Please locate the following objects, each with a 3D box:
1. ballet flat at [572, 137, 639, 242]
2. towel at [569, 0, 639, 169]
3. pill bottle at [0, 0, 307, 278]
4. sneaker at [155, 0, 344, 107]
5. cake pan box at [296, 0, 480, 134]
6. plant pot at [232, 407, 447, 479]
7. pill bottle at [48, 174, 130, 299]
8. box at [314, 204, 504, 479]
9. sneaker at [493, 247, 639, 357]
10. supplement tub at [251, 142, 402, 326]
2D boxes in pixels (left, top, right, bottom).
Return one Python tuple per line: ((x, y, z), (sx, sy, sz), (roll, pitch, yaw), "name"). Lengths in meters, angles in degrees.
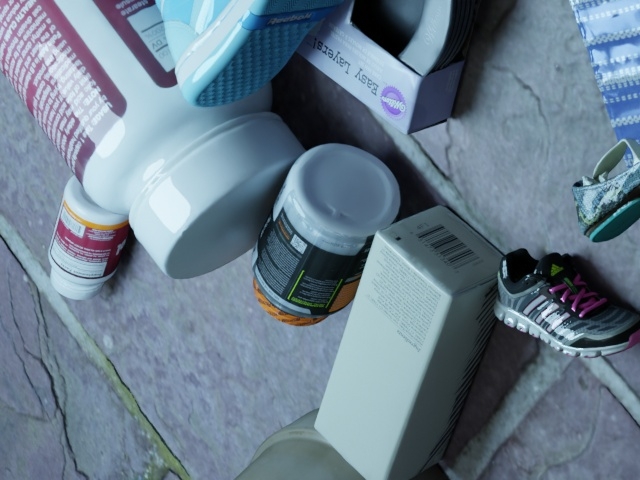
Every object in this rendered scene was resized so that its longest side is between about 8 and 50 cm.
((0.269, -0.062, 1.555), (0.188, 0.070, 0.070), (-36, 80, 46), "ballet flat")
((0.299, -0.206, 1.523), (0.243, 0.040, 0.336), (-10, 102, 49), "towel")
((-0.188, -0.169, 1.952), (0.392, 0.224, 0.224), (54, 140, 17), "pill bottle")
((-0.066, -0.285, 1.730), (0.319, 0.127, 0.208), (-42, 66, 40), "sneaker")
((0.044, -0.262, 1.761), (0.267, 0.070, 0.246), (41, 137, 29), "cake pan box")
((-0.033, 0.369, 1.994), (0.323, 0.280, 0.323), (23, 124, 40), "plant pot")
((-0.272, -0.004, 2.241), (0.086, 0.086, 0.152), (47, 138, 24), "pill bottle")
((0.088, 0.109, 1.869), (0.113, 0.094, 0.275), (43, 136, 27), "box")
((0.218, 0.051, 1.713), (0.170, 0.063, 0.075), (21, 130, 48), "sneaker")
((0.000, 0.000, 1.891), (0.117, 0.117, 0.190), (53, 146, 17), "supplement tub")
